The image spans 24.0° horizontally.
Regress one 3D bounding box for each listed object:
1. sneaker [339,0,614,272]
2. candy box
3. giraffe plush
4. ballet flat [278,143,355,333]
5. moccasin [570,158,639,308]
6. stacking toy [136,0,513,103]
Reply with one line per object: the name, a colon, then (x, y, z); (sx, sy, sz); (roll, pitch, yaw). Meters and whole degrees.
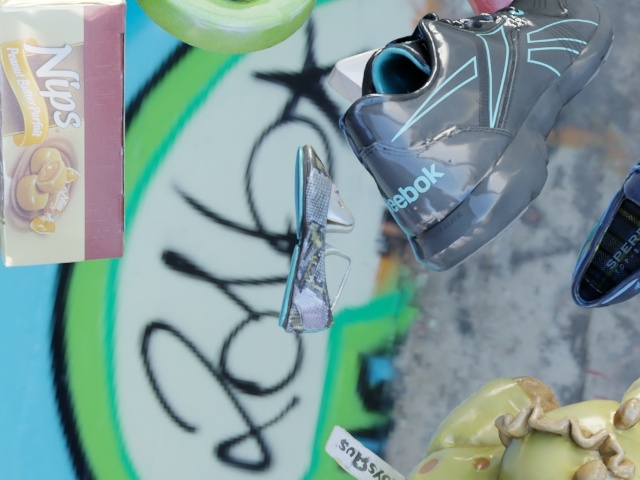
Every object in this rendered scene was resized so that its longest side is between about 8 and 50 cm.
sneaker: (0.092, -0.096, 0.860); (0.101, 0.106, 0.267); (-40, 11, 37)
candy box: (-0.208, -0.135, 1.080); (0.316, 0.088, 0.182); (-122, 31, -57)
giraffe plush: (0.132, 0.142, 0.833); (0.170, 0.210, 0.181); (-27, 44, 51)
ballet flat: (0.000, 0.000, 0.864); (0.041, 0.041, 0.114); (-20, 58, 50)
moccasin: (0.404, -0.040, 1.710); (0.138, 0.117, 0.342); (35, 122, 13)
stacking toy: (0.034, -0.233, 0.957); (0.279, 0.309, 0.130); (-64, 5, -28)
